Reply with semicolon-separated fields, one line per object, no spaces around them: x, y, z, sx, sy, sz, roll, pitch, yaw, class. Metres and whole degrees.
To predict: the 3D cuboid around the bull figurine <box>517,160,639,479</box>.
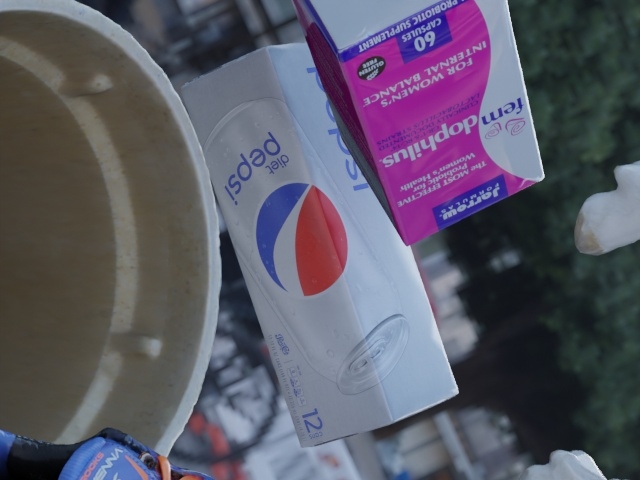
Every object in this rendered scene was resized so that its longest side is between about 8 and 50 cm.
0.161;0.083;0.601;0.188;0.101;0.310;28;-66;34;bull figurine

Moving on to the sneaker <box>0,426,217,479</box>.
-0.059;0.112;0.670;0.083;0.221;0.087;-57;133;-38;sneaker

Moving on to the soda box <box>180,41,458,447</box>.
0.000;0.000;1.405;0.098;0.091;0.286;-14;85;-53;soda box

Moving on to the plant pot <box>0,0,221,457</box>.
-0.286;0.018;1.214;0.334;0.305;0.334;-1;92;-53;plant pot

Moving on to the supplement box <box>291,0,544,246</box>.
0.061;-0.114;1.232;0.114;0.111;0.220;61;-3;34;supplement box
